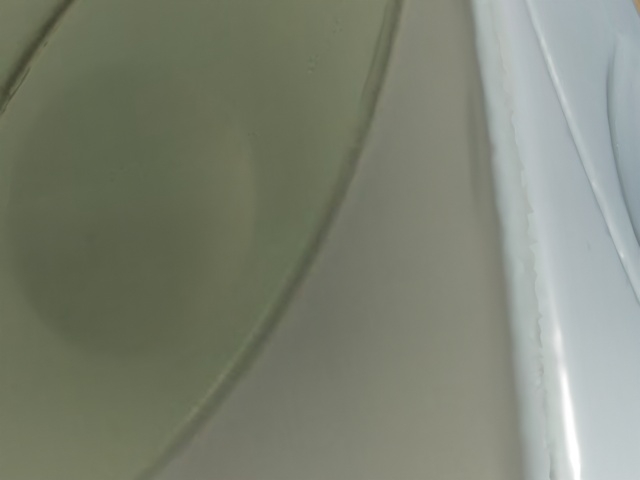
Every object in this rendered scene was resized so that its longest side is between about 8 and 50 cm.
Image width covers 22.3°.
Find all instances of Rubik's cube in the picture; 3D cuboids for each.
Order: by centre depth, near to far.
[{"bbox_3d":[0.000,0.000,0.815,0.351,0.352,0.347,-12,-100,23],"label":"Rubik's cube"}]
